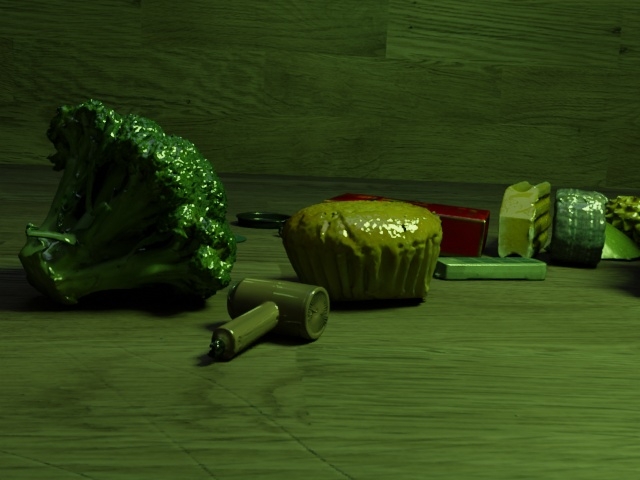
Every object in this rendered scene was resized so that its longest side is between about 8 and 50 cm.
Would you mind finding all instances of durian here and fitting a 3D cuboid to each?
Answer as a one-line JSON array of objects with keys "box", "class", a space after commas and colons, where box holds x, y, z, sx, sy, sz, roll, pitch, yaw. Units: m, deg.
[{"box": [0.658, -0.023, 1.772, 0.078, 0.140, 0.224, -49, 13, -23], "class": "durian"}]

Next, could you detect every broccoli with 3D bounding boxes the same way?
[{"box": [-0.263, -0.034, 1.086, 0.321, 0.304, 0.283, 9, 41, 48], "class": "broccoli"}]

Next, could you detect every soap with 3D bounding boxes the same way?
[{"box": [0.419, -0.045, 1.646, 0.073, 0.140, 0.232, 3, 8, 23], "class": "soap"}]

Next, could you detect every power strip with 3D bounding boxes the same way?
[{"box": [0.280, 0.046, 1.377, 0.226, 0.029, 0.080, 0, 9, -14], "class": "power strip"}]

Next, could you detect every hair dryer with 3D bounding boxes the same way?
[{"box": [-0.078, 0.091, 0.906, 0.117, 0.064, 0.181, 6, 15, 26], "class": "hair dryer"}]

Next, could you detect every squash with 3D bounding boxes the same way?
[{"box": [0.581, -0.014, 1.680, 0.184, 0.085, 0.191, 7, 11, 30], "class": "squash"}]

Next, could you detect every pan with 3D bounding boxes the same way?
[{"box": [-0.091, -0.042, 1.829, 0.235, 0.028, 0.136, 7, 10, 42], "class": "pan"}]

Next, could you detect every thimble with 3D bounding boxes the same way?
[{"box": [0.491, -0.027, 1.538, 0.097, 0.150, 0.150, 6, 9, 15], "class": "thimble"}]

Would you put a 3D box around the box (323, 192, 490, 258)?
[{"box": [0.175, -0.033, 1.617, 0.313, 0.089, 0.197, 7, 10, 13], "class": "box"}]

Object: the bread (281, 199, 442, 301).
[{"box": [0.058, 0.012, 1.170, 0.239, 0.139, 0.240, 3, 9, 0], "class": "bread"}]

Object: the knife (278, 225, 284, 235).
[{"box": [0.000, 0.000, 1.624, 0.245, 0.019, 0.072, 12, 12, 36], "class": "knife"}]

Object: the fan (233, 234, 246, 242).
[{"box": [-0.237, -0.007, 1.632, 0.175, 0.005, 0.113, 3, 9, 0], "class": "fan"}]
